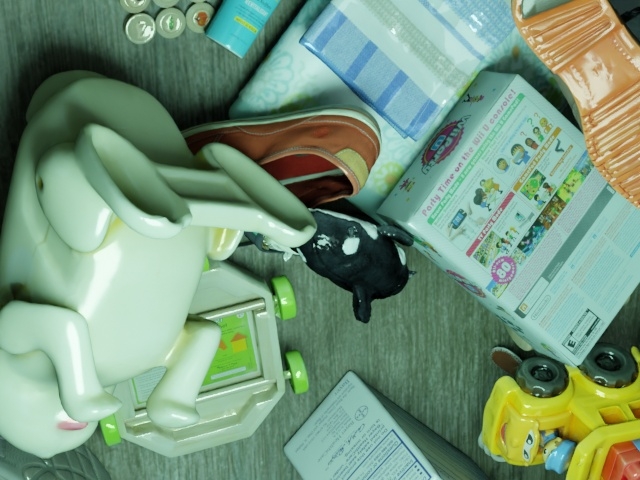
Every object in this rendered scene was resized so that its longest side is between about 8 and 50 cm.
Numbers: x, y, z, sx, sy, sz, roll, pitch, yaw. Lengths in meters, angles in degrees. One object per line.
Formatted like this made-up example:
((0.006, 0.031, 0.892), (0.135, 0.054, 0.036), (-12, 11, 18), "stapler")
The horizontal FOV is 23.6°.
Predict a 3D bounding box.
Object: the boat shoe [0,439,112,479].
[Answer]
((-0.397, 0.286, 1.873), (0.130, 0.132, 0.355), (-33, 128, 26), "boat shoe")

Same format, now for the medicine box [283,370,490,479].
((0.129, 0.348, 2.001), (0.263, 0.289, 0.149), (38, 95, -31), "medicine box")

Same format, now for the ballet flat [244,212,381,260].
((0.000, 0.000, 1.917), (0.203, 0.074, 0.074), (9, 110, -26), "ballet flat")

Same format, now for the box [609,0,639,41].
((0.422, -0.200, 1.867), (0.087, 0.290, 0.169), (-35, 120, -10), "box")

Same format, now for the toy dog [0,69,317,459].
((-0.276, 0.050, 1.656), (0.284, 0.395, 0.408), (-5, 132, -58), "toy dog")

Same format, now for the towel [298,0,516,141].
((0.135, -0.275, 1.772), (0.209, 0.034, 0.285), (40, 92, -30), "towel")

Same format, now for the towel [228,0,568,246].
((0.115, -0.182, 1.873), (0.374, 0.090, 0.320), (33, 95, -31), "towel")

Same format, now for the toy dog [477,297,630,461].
((0.312, 0.129, 2.085), (0.220, 0.161, 0.334), (-5, 130, -23), "toy dog")

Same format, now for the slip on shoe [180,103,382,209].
((-0.089, -0.071, 1.760), (0.331, 0.101, 0.123), (-11, 132, 23), "slip on shoe")

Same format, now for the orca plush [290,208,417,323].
((0.036, 0.051, 1.819), (0.151, 0.287, 0.102), (2, 74, 7), "orca plush")

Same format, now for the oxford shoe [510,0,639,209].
((0.341, -0.188, 1.779), (0.130, 0.133, 0.364), (-28, 113, 14), "oxford shoe")

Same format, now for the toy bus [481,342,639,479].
((0.344, 0.258, 1.950), (0.220, 0.211, 0.149), (-8, 133, -19), "toy bus")

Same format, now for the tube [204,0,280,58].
((-0.059, -0.311, 1.766), (0.080, 0.052, 0.207), (30, 92, -40), "tube")

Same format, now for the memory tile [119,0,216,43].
((-0.176, -0.300, 1.739), (0.113, 0.012, 0.148), (-11, 117, -17), "memory tile")

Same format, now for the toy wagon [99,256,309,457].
((-0.161, 0.113, 1.884), (0.267, 0.068, 0.344), (-14, 123, -10), "toy wagon")

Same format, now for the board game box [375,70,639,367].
((0.253, -0.025, 1.849), (0.303, 0.097, 0.224), (40, 83, -23), "board game box")
